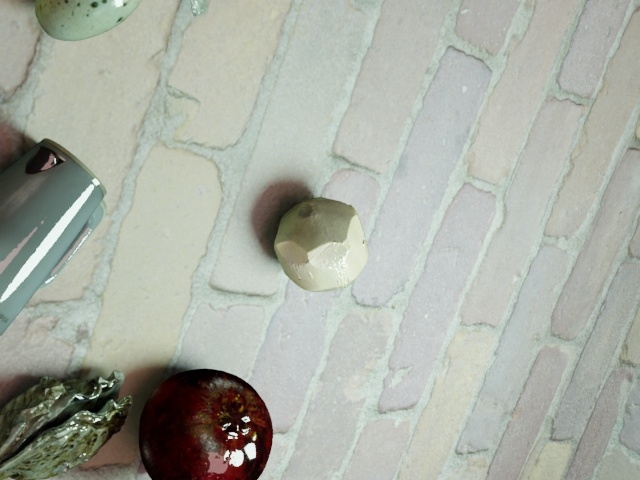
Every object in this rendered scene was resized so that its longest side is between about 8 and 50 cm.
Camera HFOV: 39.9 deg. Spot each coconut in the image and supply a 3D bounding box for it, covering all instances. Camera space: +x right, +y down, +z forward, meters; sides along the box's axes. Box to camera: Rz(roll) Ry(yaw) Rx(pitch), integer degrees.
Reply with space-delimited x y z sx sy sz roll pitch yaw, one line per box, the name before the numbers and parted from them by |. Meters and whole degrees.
coconut | 0.002 0.002 1.519 0.161 0.161 0.162 -40 140 -19

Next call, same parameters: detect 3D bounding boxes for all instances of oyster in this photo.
oyster | -0.421 0.288 1.353 0.268 0.112 0.198 -10 139 -46

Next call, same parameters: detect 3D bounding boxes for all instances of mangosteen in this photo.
mangosteen | -0.210 0.348 1.497 0.236 0.235 0.261 4 148 -41

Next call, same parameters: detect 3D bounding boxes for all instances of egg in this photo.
egg | -0.295 -0.326 1.119 0.164 0.131 0.131 -52 134 -2

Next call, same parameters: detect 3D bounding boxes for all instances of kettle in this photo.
kettle | -0.400 -0.001 1.198 0.243 0.160 0.210 -50 153 -17

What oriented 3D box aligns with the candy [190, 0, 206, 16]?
candy | -0.149 -0.459 1.226 0.086 0.059 0.292 5 109 -45
